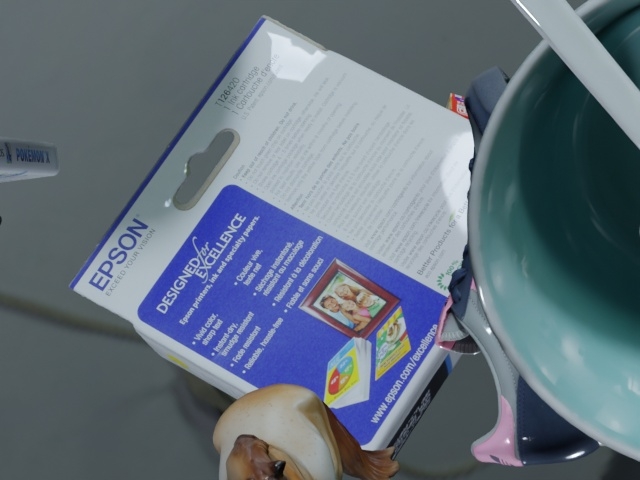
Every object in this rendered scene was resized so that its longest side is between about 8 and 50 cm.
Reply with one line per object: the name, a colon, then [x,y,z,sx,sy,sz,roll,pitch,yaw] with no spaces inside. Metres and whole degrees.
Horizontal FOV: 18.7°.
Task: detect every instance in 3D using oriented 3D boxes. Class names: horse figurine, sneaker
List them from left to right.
horse figurine: [-0.007,0.137,0.958,0.066,0.263,0.174,-23,107,9]
sneaker: [0.137,0.020,1.498,0.131,0.319,0.112,-19,158,13]

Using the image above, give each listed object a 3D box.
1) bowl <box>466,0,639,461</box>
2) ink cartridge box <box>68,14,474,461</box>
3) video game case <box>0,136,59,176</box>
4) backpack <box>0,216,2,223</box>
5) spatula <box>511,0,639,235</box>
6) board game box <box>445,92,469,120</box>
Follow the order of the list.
bowl: [0.240,-0.037,1.118,0.311,0.163,0.311,2,113,4]
ink cartridge box: [0.000,0.000,1.628,0.304,0.307,0.072,-55,157,-15]
video game case: [-0.434,-0.060,1.796,0.329,0.300,0.036,-6,91,5]
backpack: [-0.406,0.085,1.156,0.290,0.273,0.355,6,109,-49]
spatula: [0.152,-0.089,0.705,0.168,0.019,0.242,-40,100,13]
board game box: [0.182,-0.051,2.090,0.146,0.045,0.193,14,123,-5]
